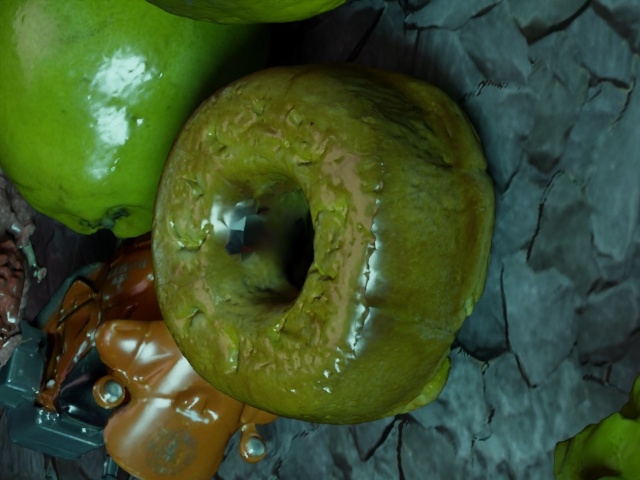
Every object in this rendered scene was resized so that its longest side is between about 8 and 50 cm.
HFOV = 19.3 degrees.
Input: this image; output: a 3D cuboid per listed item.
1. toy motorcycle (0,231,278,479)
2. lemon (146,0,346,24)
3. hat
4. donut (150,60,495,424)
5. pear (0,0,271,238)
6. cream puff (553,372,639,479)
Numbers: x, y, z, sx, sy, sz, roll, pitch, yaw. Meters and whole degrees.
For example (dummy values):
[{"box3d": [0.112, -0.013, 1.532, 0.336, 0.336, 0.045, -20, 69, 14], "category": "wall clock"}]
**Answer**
[{"box3d": [-0.129, 0.083, 1.337, 0.326, 0.148, 0.221, -30, 43, 49], "category": "toy motorcycle"}, {"box3d": [-0.055, -0.258, 1.092, 0.253, 0.310, 0.253, -15, 61, 29], "category": "lemon"}, {"box3d": [-0.255, 0.022, 1.354, 0.286, 0.107, 0.236, -148, 63, -68], "category": "hat"}, {"box3d": [-0.002, 0.001, 1.132, 0.226, 0.114, 0.226, 0, 89, 41], "category": "donut"}, {"box3d": [-0.140, -0.137, 1.282, 0.212, 0.212, 0.269, -6, 78, 55], "category": "pear"}, {"box3d": [0.205, 0.136, 0.800, 0.282, 0.185, 0.282, 7, 99, 54], "category": "cream puff"}]
